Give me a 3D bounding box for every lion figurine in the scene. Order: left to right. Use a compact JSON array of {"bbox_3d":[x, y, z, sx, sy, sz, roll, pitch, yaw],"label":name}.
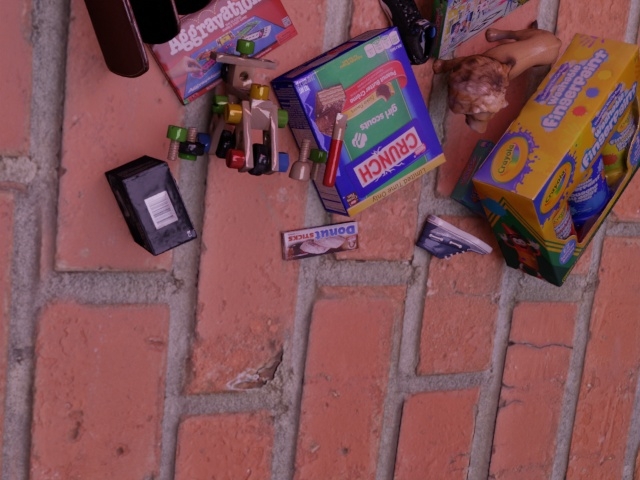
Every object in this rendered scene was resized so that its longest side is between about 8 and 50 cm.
[{"bbox_3d":[0.412,-0.392,1.711,0.392,0.240,0.142,-38,114,-15],"label":"lion figurine"}]

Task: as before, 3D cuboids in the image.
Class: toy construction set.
[{"bbox_3d":[-0.101,-0.246,1.455,0.309,0.257,0.237,12,100,-3],"label":"toy construction set"}]

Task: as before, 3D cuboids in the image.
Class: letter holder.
[{"bbox_3d":[-0.295,-0.400,1.328,0.152,0.302,0.214,-21,109,-21],"label":"letter holder"}]

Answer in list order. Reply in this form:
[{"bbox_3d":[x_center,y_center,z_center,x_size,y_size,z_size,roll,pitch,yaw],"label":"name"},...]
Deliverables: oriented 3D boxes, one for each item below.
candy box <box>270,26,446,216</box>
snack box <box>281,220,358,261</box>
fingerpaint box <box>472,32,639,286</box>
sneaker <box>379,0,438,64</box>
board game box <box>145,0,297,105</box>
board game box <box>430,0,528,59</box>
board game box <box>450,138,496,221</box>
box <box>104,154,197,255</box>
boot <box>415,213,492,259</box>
[{"bbox_3d":[0.085,-0.249,1.648,0.268,0.122,0.317,-32,114,-18],"label":"candy box"},{"bbox_3d":[0.000,0.000,1.714,0.178,0.022,0.064,-10,103,-24],"label":"snack box"},{"bbox_3d":[0.572,-0.177,1.783,0.445,0.163,0.371,-52,141,-15],"label":"fingerpaint box"},{"bbox_3d":[0.197,-0.483,1.653,0.079,0.121,0.216,-24,110,-21],"label":"sneaker"},{"bbox_3d":[-0.192,-0.402,1.534,0.281,0.027,0.145,-36,113,-15],"label":"board game box"},{"bbox_3d":[0.372,-0.553,1.695,0.317,0.046,0.213,-35,158,-15],"label":"board game box"},{"bbox_3d":[0.434,-0.126,1.886,0.210,0.047,0.160,29,88,-29],"label":"board game box"},{"bbox_3d":[-0.321,-0.068,1.465,0.093,0.158,0.156,-26,111,-20],"label":"box"},{"bbox_3d":[0.317,0.012,1.854,0.190,0.069,0.086,26,96,-20],"label":"boot"}]
